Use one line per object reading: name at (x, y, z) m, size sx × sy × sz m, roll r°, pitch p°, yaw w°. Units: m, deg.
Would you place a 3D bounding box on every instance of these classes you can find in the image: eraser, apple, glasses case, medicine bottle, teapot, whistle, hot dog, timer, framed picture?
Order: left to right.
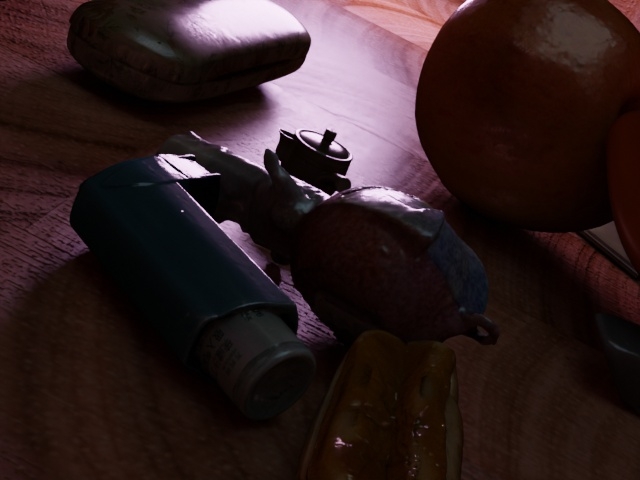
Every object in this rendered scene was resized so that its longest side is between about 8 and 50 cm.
medicine bottle at (-0.089, 0.025, 0.815) m, size 0.124 × 0.079 × 0.258 m, roll 4°, pitch 32°, yaw -44°
glasses case at (-0.140, -0.238, 1.309) m, size 0.156 × 0.098 × 0.425 m, roll 29°, pitch 23°, yaw 12°
teapot at (-0.007, -0.070, 1.107) m, size 0.085 × 0.080 × 0.110 m, roll 15°, pitch 24°, yaw -26°
whistle at (-0.001, 0.000, 0.905) m, size 0.346 × 0.133 × 0.142 m, roll 28°, pitch -12°, yaw 28°
hot dog at (0.040, 0.138, 0.712) m, size 0.102 × 0.076 × 0.249 m, roll 14°, pitch 24°, yaw 3°
apple at (0.266, -0.156, 1.314) m, size 0.275 × 0.299 × 0.299 m, roll 30°, pitch 20°, yaw 36°
framed picture at (0.400, -0.012, 1.514) m, size 0.173 × 0.010 × 0.231 m, roll 5°, pitch 30°, yaw -41°
timer at (0.405, 0.007, 1.152) m, size 0.257 × 0.161 × 0.250 m, roll 46°, pitch 43°, yaw -46°
eraser at (0.414, 0.169, 1.068) m, size 0.352 × 0.061 × 0.089 m, roll 24°, pitch 23°, yaw -5°
